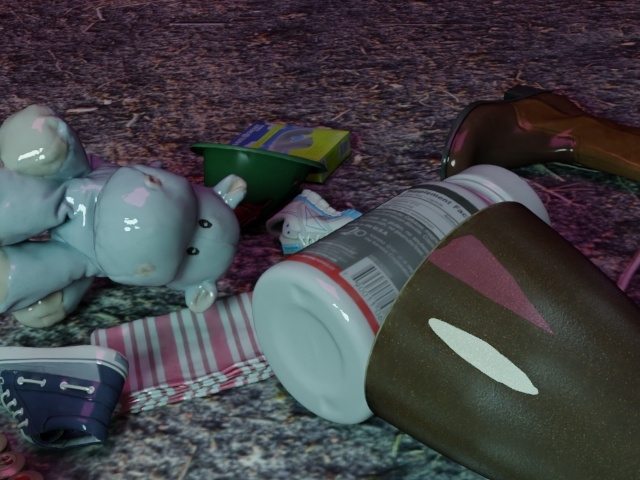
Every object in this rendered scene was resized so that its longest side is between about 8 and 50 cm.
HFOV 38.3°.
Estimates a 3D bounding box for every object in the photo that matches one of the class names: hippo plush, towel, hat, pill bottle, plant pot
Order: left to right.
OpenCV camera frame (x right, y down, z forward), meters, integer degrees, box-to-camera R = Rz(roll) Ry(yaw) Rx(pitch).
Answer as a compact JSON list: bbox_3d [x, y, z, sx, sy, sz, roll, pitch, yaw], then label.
[{"bbox_3d":[-0.212,0.010,0.978,0.236,0.234,0.294,19,-3,28],"label":"hippo plush"},{"bbox_3d":[-0.138,0.109,0.948,0.197,0.029,0.144,-14,29,-11],"label":"towel"},{"bbox_3d":[-0.103,-0.021,1.183,0.208,0.184,0.173,9,-3,-26],"label":"hat"},{"bbox_3d":[0.088,0.039,0.889,0.283,0.161,0.161,-30,36,-35],"label":"pill bottle"},{"bbox_3d":[0.191,0.117,0.716,0.215,0.215,0.230,-29,50,-35],"label":"plant pot"}]

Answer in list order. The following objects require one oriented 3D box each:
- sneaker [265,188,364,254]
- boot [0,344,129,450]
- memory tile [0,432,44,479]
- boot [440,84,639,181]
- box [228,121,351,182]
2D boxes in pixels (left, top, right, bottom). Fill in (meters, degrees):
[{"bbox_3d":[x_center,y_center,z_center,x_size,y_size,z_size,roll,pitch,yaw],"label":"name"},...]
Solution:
[{"bbox_3d":[0.000,0.000,1.086,0.083,0.071,0.190,-29,27,-23],"label":"sneaker"},{"bbox_3d":[-0.275,0.151,0.869,0.190,0.069,0.086,-9,48,24],"label":"boot"},{"bbox_3d":[-0.323,0.212,0.821,0.113,0.012,0.148,-28,36,-32],"label":"memory tile"},{"bbox_3d":[0.327,-0.105,1.207,0.280,0.096,0.264,26,34,33],"label":"boot"},{"bbox_3d":[-0.057,-0.131,1.344,0.178,0.042,0.109,9,32,24],"label":"box"}]
